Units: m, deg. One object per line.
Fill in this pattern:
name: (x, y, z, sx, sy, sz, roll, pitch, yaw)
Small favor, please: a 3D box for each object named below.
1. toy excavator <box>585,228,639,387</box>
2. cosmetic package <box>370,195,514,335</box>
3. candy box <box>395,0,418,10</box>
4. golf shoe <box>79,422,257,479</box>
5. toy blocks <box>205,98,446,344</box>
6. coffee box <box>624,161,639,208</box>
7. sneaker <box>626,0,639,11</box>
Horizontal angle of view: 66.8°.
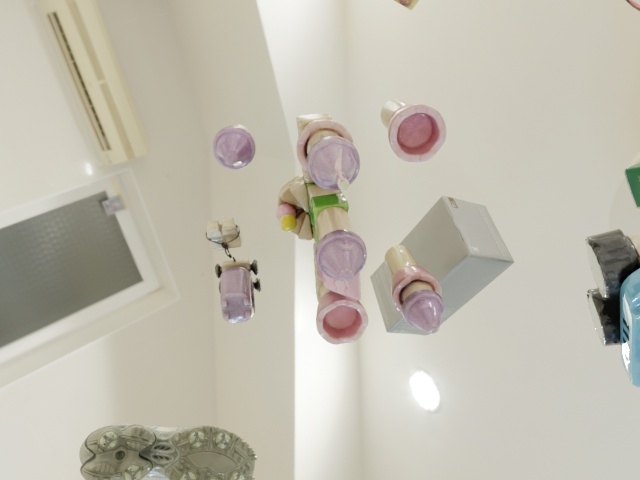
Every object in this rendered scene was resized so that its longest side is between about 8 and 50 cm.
toy excavator: (0.588, 0.234, 0.728, 0.222, 0.445, 0.433, -14, -49, 19)
cosmetic package: (0.193, 0.051, 0.822, 0.238, 0.107, 0.127, -51, -141, 42)
candy box: (0.155, -0.629, 1.137, 0.053, 0.109, 0.186, -49, -132, 35)
golf shoe: (-0.154, 0.219, 0.504, 0.086, 0.176, 0.069, -20, -128, 59)
toy blocks: (0.000, 0.000, 0.579, 0.260, 0.309, 0.288, -101, -176, -64)
coffee box: (0.344, -0.067, 0.354, 0.040, 0.113, 0.184, 69, -18, -4)
sneaker: (0.381, -0.257, 0.442, 0.116, 0.136, 0.313, -34, -120, 20)
